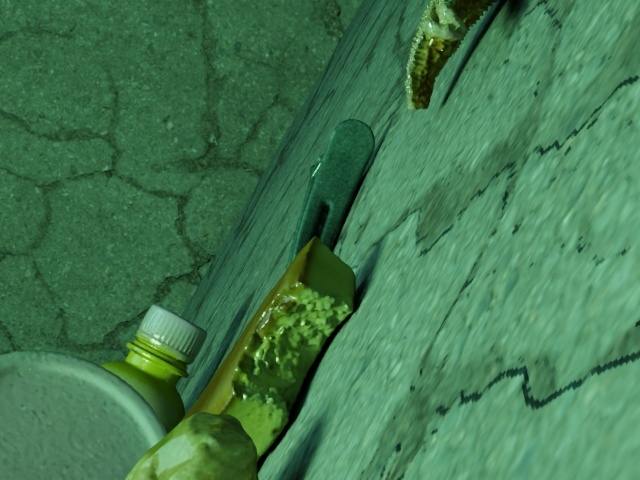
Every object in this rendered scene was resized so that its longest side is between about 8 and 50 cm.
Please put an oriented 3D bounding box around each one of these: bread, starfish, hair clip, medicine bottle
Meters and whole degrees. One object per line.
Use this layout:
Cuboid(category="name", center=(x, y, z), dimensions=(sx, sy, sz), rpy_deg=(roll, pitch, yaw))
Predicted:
Cuboid(category="bread", center=(-0.049, 0.105, 0.734), dimensions=(0.226, 0.049, 0.088), rpy_deg=(-56, 9, 31))
Cuboid(category="starfish", center=(0.115, -0.188, 0.747), dimensions=(0.227, 0.043, 0.240), rpy_deg=(-54, 6, 31))
Cuboid(category="hair clip", center=(0.000, 0.000, 0.895), dimensions=(0.070, 0.039, 0.229), rpy_deg=(-56, 13, 41))
Cuboid(category="medicine bottle", center=(-0.197, 0.174, 1.227), dimensions=(0.212, 0.122, 0.122), rpy_deg=(-62, 7, -9))
Cuboid(category="medicine bottle", center=(-0.270, 0.269, 0.964), dimensions=(0.388, 0.219, 0.219), rpy_deg=(-55, 9, 42))

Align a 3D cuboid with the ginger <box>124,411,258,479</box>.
Cuboid(category="ginger", center=(-0.155, 0.289, 0.524), dimensions=(0.363, 0.122, 0.348), rpy_deg=(-74, 10, -62))
